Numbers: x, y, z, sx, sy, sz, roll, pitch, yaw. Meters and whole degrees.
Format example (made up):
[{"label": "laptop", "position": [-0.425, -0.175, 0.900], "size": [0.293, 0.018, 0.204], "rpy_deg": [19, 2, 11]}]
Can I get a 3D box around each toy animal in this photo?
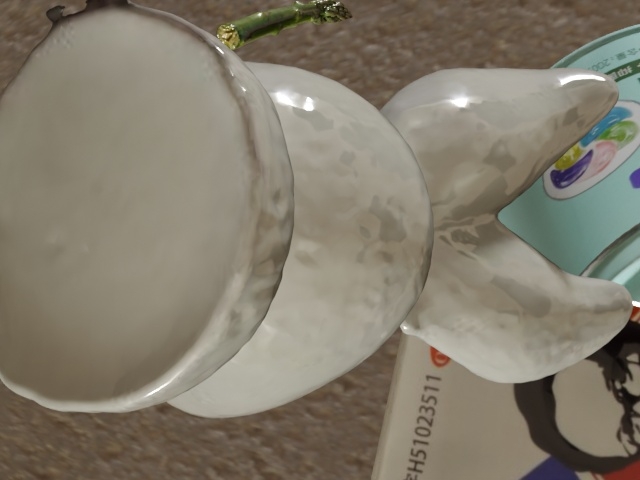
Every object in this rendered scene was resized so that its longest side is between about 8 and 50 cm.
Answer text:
[{"label": "toy animal", "position": [-0.002, -0.002, 0.440], "size": [0.220, 0.130, 0.104], "rpy_deg": [5, 72, -53]}]

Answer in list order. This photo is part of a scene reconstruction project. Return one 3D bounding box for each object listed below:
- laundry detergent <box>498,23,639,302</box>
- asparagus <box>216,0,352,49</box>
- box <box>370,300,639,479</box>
[{"label": "laundry detergent", "position": [0.270, 0.040, 1.000], "size": [0.287, 0.305, 0.287], "rpy_deg": [-2, 122, -3]}, {"label": "asparagus", "position": [-0.015, -0.103, 0.692], "size": [0.114, 0.014, 0.015], "rpy_deg": [-30, 99, -58]}, {"label": "box", "position": [0.111, 0.192, 0.622], "size": [0.214, 0.069, 0.353], "rpy_deg": [11, 63, 6]}]
